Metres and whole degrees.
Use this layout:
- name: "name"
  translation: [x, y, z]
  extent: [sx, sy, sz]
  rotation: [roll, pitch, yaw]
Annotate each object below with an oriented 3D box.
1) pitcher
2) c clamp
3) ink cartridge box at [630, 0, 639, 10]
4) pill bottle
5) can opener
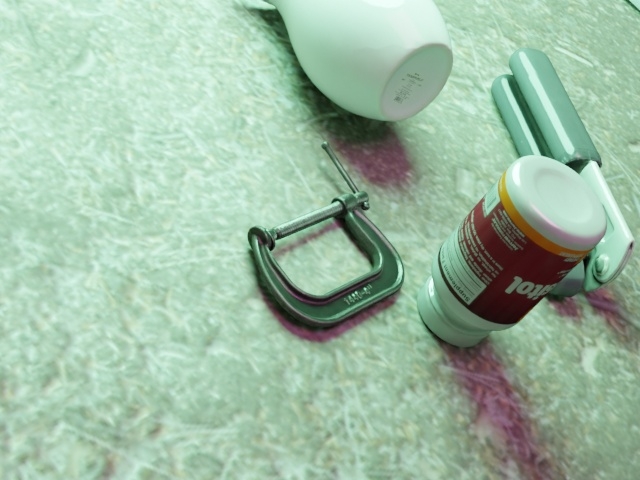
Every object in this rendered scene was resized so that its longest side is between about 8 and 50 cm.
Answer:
- name: "pitcher"
  translation: [0.039, -0.199, 0.994]
  extent: [0.177, 0.125, 0.207]
  rotation: [5, 37, -51]
- name: "c clamp"
  translation: [0.000, 0.000, 0.847]
  extent: [0.137, 0.022, 0.160]
  rotation: [50, 41, 8]
- name: "ink cartridge box"
  translation: [0.568, -0.315, 1.490]
  extent: [0.303, 0.072, 0.307]
  rotation: [46, 44, 12]
- name: "pill bottle"
  translation: [0.140, 0.014, 0.825]
  extent: [0.086, 0.152, 0.086]
  rotation: [19, 44, -19]
- name: "can opener"
  translation: [0.217, -0.073, 1.018]
  extent: [0.093, 0.074, 0.280]
  rotation: [11, 46, -25]
